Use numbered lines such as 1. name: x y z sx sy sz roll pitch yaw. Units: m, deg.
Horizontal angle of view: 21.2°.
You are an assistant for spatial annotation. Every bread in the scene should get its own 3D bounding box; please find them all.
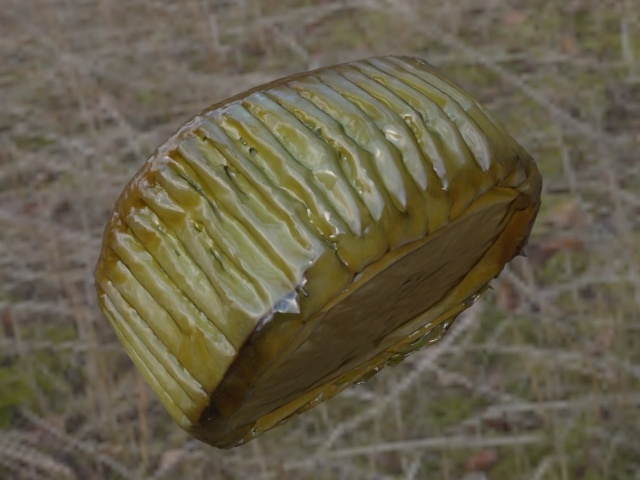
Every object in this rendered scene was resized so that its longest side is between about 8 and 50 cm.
1. bread: 0.000 0.000 0.995 0.253 0.227 0.142 -26 61 -38
